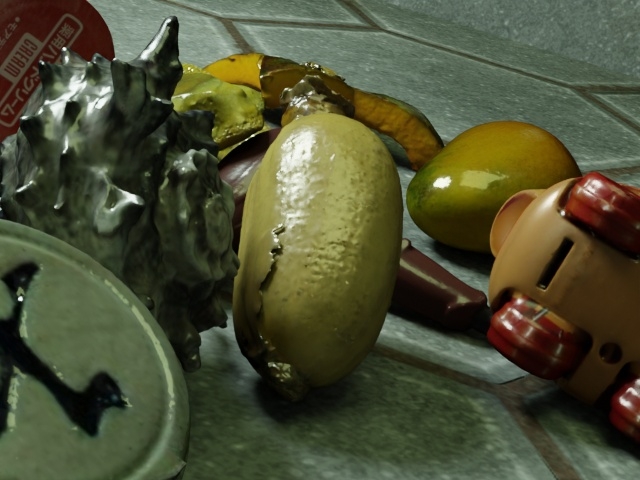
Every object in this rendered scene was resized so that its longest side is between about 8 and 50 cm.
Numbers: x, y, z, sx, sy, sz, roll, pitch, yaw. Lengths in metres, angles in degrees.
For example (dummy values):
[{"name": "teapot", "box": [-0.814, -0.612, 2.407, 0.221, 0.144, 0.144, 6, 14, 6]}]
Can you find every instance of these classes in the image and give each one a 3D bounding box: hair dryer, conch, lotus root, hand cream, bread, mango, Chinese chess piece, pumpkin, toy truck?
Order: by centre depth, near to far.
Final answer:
[{"name": "Chinese chess piece", "box": [-0.176, 0.091, 0.650, 0.237, 0.092, 0.238, 28, 33, -20]}, {"name": "conch", "box": [-0.131, -0.011, 0.864, 0.186, 0.313, 0.241, -18, 74, -17]}, {"name": "lotus root", "box": [0.003, -0.001, 0.986, 0.130, 0.146, 0.303, 18, 50, -16]}, {"name": "toy truck", "box": [0.270, 0.045, 1.082, 0.264, 0.189, 0.239, 32, 12, 8]}, {"name": "hair dryer", "box": [0.025, 0.029, 1.123, 0.340, 0.123, 0.312, 32, 34, 13]}, {"name": "bread", "box": [-0.168, -0.109, 1.197, 0.233, 0.088, 0.161, -16, 26, 1]}, {"name": "hand cream", "box": [-0.328, -0.197, 1.290, 0.193, 0.193, 0.125, -2, 27, -39]}, {"name": "mango", "box": [0.209, -0.055, 1.390, 0.175, 0.139, 0.254, 11, 24, 25]}, {"name": "pumpkin", "box": [0.004, -0.188, 1.652, 0.290, 0.095, 0.258, 16, 6, -25]}]

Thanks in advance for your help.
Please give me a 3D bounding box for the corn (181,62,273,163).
[{"name": "corn", "box": [-0.125, -0.142, 1.452, 0.086, 0.087, 0.288, 1, 27, -35]}]
